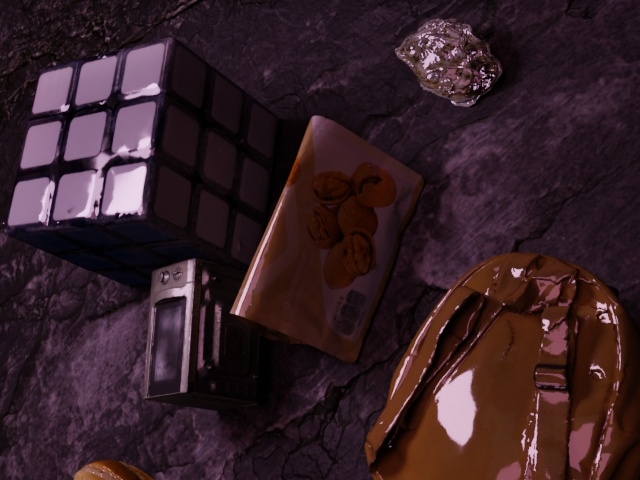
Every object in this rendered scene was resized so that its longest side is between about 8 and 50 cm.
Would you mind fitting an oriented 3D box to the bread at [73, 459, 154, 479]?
[{"bbox_3d":[-0.285,0.416,1.453,0.236,0.140,0.106,26,90,37],"label":"bread"}]

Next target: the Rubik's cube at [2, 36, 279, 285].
[{"bbox_3d":[-0.278,-0.110,1.564,0.301,0.305,0.303,-5,70,30],"label":"Rubik's cube"}]

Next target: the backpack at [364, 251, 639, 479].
[{"bbox_3d":[0.248,0.208,1.158,0.353,0.201,0.378,24,87,38],"label":"backpack"}]

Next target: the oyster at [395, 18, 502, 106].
[{"bbox_3d":[0.198,-0.280,1.480,0.177,0.064,0.125,48,114,26],"label":"oyster"}]

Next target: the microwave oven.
[{"bbox_3d":[-0.171,0.146,1.464,0.129,0.163,0.205,-18,65,44],"label":"microwave oven"}]

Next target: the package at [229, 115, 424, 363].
[{"bbox_3d":[-0.015,0.000,1.437,0.165,0.221,0.311,5,72,55],"label":"package"}]
